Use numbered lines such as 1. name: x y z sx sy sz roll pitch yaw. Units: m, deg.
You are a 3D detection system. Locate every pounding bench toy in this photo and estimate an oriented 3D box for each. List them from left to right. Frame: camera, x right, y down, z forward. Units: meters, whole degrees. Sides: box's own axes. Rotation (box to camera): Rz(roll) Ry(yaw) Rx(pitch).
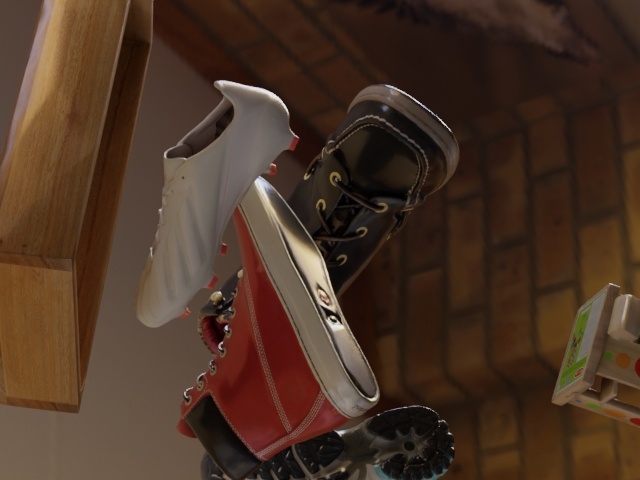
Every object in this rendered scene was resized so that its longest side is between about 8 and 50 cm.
1. pounding bench toy: 0.159 0.057 0.746 0.083 0.065 0.052 115 175 -71

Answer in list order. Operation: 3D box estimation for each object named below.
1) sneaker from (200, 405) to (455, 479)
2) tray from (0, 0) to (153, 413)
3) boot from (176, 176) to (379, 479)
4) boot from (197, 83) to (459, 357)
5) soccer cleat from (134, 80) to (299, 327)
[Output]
1. sneaker: 0.003 0.261 1.728 0.283 0.122 0.110 -1 -118 -16
2. tray: -0.199 -0.090 1.269 0.203 0.076 0.411 99 177 -52
3. boot: -0.073 0.075 1.349 0.088 0.176 0.244 26 -143 -58
4. boot: 0.000 0.000 1.721 0.138 0.377 0.284 38 -110 -4
5. soccer cleat: -0.093 -0.028 1.132 0.076 0.196 0.068 25 -167 -31
